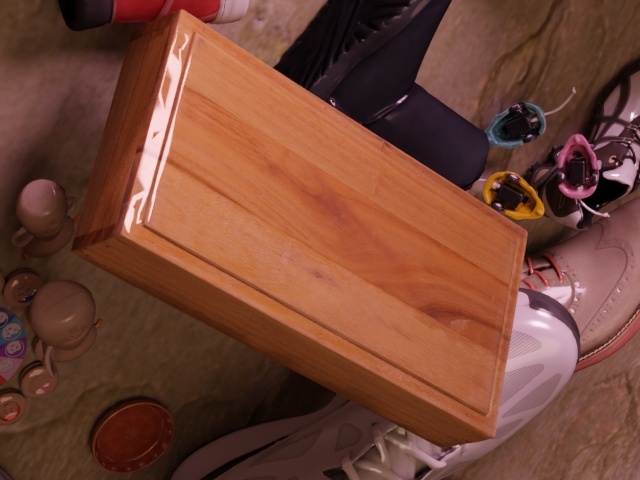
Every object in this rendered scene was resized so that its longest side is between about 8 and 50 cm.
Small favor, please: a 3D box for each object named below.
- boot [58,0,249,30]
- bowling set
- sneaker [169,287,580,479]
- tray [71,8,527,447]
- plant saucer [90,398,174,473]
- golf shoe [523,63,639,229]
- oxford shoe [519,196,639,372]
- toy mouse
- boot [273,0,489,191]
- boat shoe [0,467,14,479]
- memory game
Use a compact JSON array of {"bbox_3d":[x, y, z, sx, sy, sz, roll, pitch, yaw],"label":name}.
[{"bbox_3d":[-0.132,-0.272,1.449,0.176,0.088,0.244,-6,128,-25],"label":"boot"},{"bbox_3d":[-0.252,0.018,1.564,0.287,0.200,0.154,-33,169,-13],"label":"bowling set"},{"bbox_3d":[0.061,0.231,1.730,0.447,0.257,0.169,-31,115,9],"label":"sneaker"},{"bbox_3d":[0.000,0.000,1.548,0.411,0.076,0.203,31,59,-34],"label":"tray"},{"bbox_3d":[-0.180,0.186,1.787,0.083,0.013,0.083,-16,129,-21],"label":"plant saucer"},{"bbox_3d":[0.295,-0.088,1.823,0.198,0.094,0.077,-48,131,6],"label":"golf shoe"},{"bbox_3d":[0.217,0.065,1.867,0.348,0.123,0.130,-42,127,1],"label":"oxford shoe"},{"bbox_3d":[0.213,-0.086,1.775,0.031,0.161,0.143,-46,158,-66],"label":"toy mouse"},{"bbox_3d":[0.083,-0.137,1.659,0.246,0.094,0.207,-46,129,15],"label":"boot"},{"bbox_3d":[-0.285,0.357,1.772,0.119,0.121,0.335,-23,128,-8],"label":"boat shoe"},{"bbox_3d":[-0.306,0.102,1.655,0.186,0.012,0.186,-16,128,-21],"label":"memory game"}]
